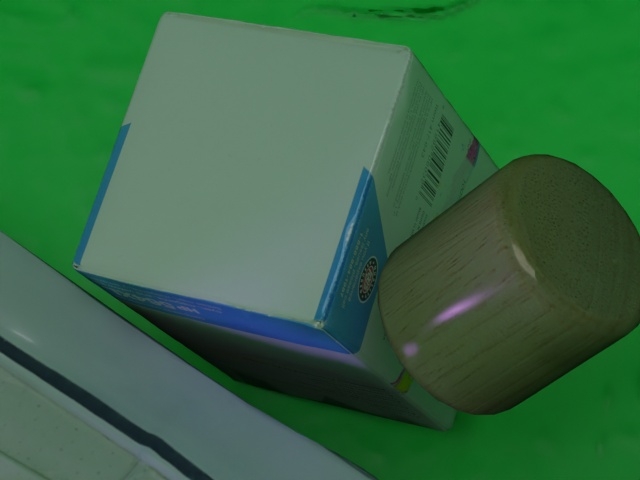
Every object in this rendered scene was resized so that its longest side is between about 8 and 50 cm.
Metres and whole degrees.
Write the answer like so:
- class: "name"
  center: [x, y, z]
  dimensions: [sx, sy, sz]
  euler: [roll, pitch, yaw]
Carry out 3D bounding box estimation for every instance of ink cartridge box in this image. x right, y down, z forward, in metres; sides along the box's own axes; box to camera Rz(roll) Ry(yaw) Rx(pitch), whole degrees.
- class: "ink cartridge box"
  center: [0.000, 0.000, 0.642]
  dimensions: [0.090, 0.143, 0.092]
  euler: [11, 74, 25]

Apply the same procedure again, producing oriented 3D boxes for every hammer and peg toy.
- class: "hammer and peg toy"
  center: [0.194, 0.108, 0.539]
  dimensions: [0.266, 0.127, 0.361]
  euler: [-20, 74, -43]

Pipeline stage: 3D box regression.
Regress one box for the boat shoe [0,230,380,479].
- class: "boat shoe"
  center: [-0.071, 0.115, 0.610]
  dimensions: [0.367, 0.136, 0.156]
  euler: [33, 78, 15]
